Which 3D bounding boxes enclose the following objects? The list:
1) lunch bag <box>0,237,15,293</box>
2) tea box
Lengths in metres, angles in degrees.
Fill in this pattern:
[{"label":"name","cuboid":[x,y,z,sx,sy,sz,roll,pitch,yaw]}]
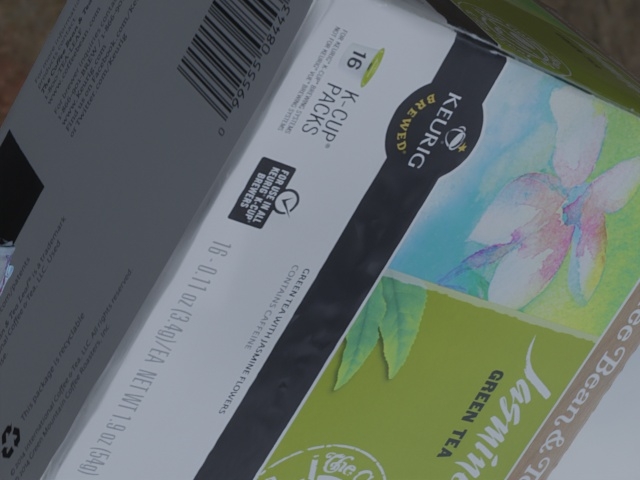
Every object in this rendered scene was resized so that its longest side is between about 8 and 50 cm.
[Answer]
[{"label":"lunch bag","cuboid":[-0.158,0.022,0.643,0.053,0.071,0.083,26,-178,44]},{"label":"tea box","cuboid":[0.000,0.000,0.956,0.323,0.329,0.220,17,-158,-38]}]
